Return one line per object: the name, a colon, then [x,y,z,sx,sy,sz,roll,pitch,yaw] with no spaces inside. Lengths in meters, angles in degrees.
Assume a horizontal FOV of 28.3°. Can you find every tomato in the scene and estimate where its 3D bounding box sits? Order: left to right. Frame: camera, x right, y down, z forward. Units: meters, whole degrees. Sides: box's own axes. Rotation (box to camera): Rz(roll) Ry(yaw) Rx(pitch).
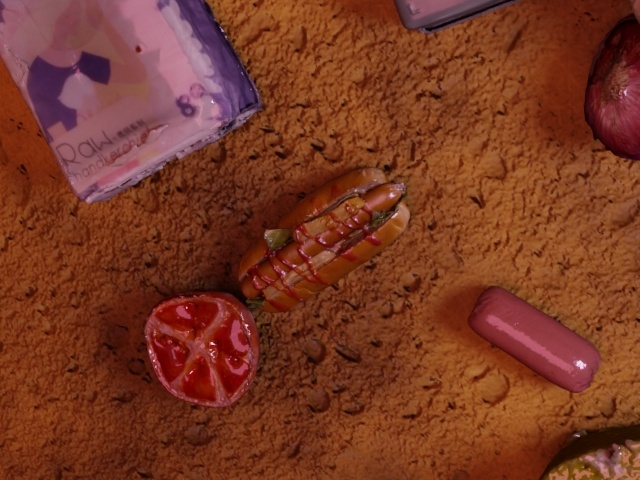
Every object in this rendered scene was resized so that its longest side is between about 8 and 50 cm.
tomato: [-0.135,0.128,1.568,0.155,0.069,0.155,6,105,21]

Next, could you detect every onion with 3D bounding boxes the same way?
onion: [0.345,-0.150,1.262,0.140,0.150,0.150,3,113,-20]

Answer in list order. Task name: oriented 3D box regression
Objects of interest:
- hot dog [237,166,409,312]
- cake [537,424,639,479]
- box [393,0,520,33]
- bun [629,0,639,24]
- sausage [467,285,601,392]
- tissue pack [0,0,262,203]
hot dog: [0.000,0.000,1.468,0.250,0.076,0.104,-33,91,30]
cake: [0.350,0.291,1.369,0.260,0.156,0.179,-6,88,19]
box: [0.143,-0.287,1.305,0.172,0.093,0.124,-18,99,27]
bun: [0.385,-0.293,1.128,0.160,0.259,0.259,7,113,-16]
sausage: [0.238,0.110,1.408,0.154,0.062,0.062,33,116,10]
tissue pack: [-0.249,-0.241,1.469,0.242,0.125,0.343,-25,98,26]
